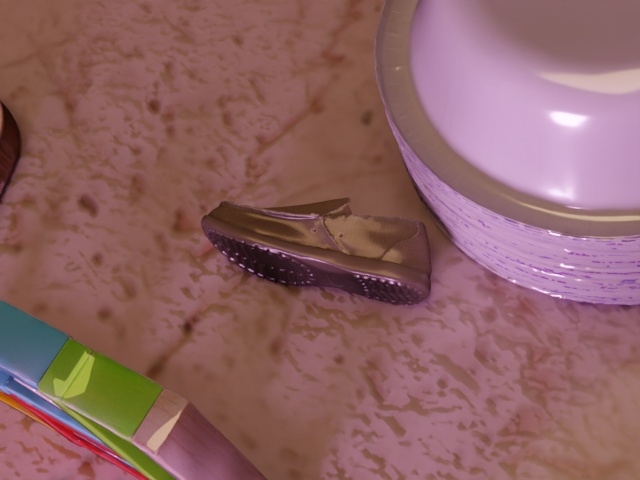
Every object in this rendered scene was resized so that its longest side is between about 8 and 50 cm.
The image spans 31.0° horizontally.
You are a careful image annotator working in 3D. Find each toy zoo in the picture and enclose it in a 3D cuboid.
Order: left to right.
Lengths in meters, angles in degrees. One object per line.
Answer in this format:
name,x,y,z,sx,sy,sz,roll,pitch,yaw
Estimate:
toy zoo,-0.162,0.071,0.628,0.293,0.192,0.030,23,70,26

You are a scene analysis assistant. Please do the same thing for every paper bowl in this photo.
paper bowl,0.172,-0.118,0.661,0.284,0.148,0.284,-7,60,13

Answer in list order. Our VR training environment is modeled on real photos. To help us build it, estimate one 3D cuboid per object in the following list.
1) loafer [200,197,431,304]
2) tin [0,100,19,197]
loafer,0.000,0.000,0.702,0.148,0.056,0.050,15,67,12
tin,-0.277,-0.029,0.805,0.106,0.040,0.190,7,65,24
